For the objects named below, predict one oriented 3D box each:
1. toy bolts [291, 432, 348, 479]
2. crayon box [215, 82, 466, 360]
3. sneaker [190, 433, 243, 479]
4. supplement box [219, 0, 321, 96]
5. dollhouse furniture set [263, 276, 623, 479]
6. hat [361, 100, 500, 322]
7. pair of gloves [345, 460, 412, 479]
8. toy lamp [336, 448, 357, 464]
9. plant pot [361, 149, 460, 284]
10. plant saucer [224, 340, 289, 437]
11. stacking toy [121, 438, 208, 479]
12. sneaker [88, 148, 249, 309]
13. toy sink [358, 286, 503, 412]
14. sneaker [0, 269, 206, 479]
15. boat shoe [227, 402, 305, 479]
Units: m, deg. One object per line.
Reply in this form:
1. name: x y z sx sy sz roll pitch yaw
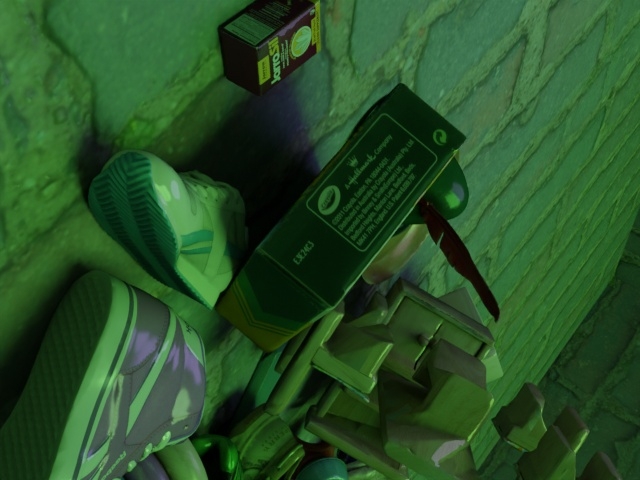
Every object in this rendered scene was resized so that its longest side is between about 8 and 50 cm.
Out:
1. toy bolts: 0.005 0.416 1.280 0.218 0.158 0.228 2 117 -28
2. crayon box: 0.000 0.000 0.850 0.203 0.083 0.323 -51 180 -21
3. sneaker: -0.207 0.336 0.928 0.343 0.134 0.146 -45 146 -47
4. supplement box: -0.041 -0.171 0.727 0.083 0.043 0.055 -44 153 -28
5. dollhouse furniture set: 0.106 0.232 1.080 0.256 0.362 0.394 -59 -176 11
6. hat: 0.158 -0.059 0.999 0.173 0.184 0.208 -44 133 -30
7. pair of gloves: 0.053 0.431 1.496 0.204 0.042 0.240 -19 149 7
8. toy lamp: 0.116 0.275 1.504 0.274 0.080 0.080 -59 156 3
9. plant pot: 0.115 -0.049 1.183 0.236 0.032 0.236 -43 152 -30
10. plant saucer: -0.085 0.218 1.127 0.067 0.018 0.192 0 119 -62
11. stacking toy: -0.257 0.277 0.738 0.330 0.141 0.141 -30 143 -41
12. sneaker: -0.119 -0.023 0.714 0.092 0.087 0.228 -59 164 -16
13. toy sink: 0.156 0.188 1.373 0.234 0.131 0.153 -25 154 6
14. sneaker: -0.180 0.183 0.701 0.161 0.102 0.282 40 70 -46
15. boat shoe: -0.080 0.327 1.133 0.105 0.089 0.285 -39 154 -31
